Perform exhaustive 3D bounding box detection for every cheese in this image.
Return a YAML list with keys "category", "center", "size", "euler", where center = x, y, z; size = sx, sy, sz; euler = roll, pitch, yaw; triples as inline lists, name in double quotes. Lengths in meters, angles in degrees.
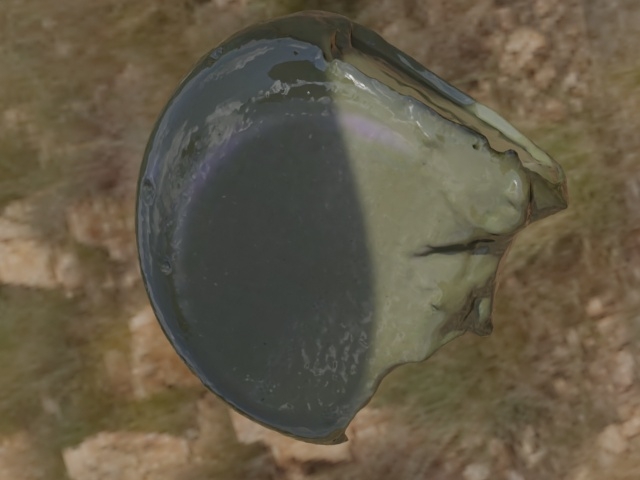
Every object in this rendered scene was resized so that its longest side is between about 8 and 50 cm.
- category: "cheese"
  center: [0.000, 0.000, 0.672]
  size: [0.175, 0.091, 0.202]
  euler: [28, 123, 6]
